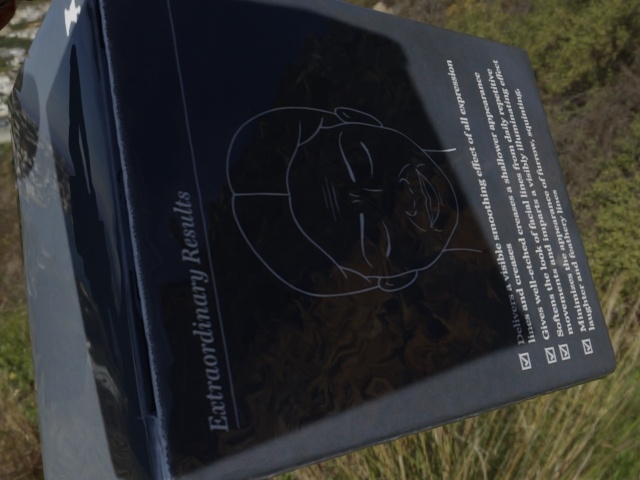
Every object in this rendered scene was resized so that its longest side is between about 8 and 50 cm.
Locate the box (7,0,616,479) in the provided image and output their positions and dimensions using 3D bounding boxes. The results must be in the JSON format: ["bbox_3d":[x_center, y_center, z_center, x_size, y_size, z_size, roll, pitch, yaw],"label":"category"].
[{"bbox_3d":[0.000,0.000,0.498,0.395,0.294,0.212,-1,-16,-38],"label":"box"}]

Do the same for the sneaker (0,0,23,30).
[{"bbox_3d":[-0.348,-0.320,0.687,0.221,0.128,0.087,-27,-1,11],"label":"sneaker"}]

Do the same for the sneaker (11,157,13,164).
[{"bbox_3d":[-0.380,-0.059,0.900,0.075,0.170,0.063,-28,28,-35],"label":"sneaker"}]
